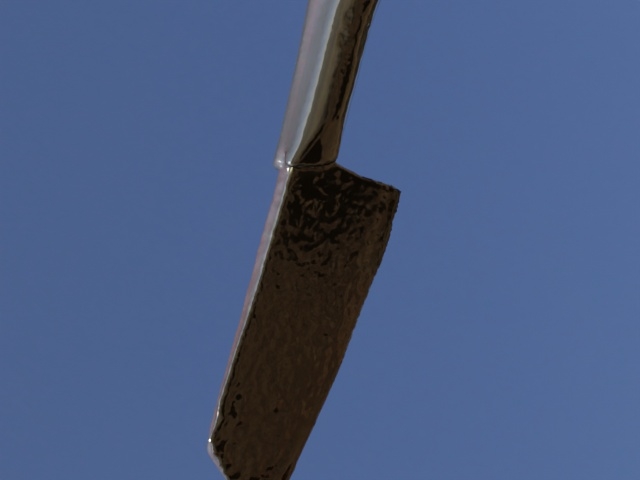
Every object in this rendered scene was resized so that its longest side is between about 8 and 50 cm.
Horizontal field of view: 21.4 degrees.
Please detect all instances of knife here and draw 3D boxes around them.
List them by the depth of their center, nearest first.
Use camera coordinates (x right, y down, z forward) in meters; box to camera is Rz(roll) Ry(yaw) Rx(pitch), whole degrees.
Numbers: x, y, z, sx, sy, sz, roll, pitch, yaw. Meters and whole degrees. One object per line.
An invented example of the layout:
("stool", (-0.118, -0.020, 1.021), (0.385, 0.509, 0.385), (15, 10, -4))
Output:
("knife", (0.000, 0.000, 0.659), (0.060, 0.028, 0.230), (16, -93, -29))
